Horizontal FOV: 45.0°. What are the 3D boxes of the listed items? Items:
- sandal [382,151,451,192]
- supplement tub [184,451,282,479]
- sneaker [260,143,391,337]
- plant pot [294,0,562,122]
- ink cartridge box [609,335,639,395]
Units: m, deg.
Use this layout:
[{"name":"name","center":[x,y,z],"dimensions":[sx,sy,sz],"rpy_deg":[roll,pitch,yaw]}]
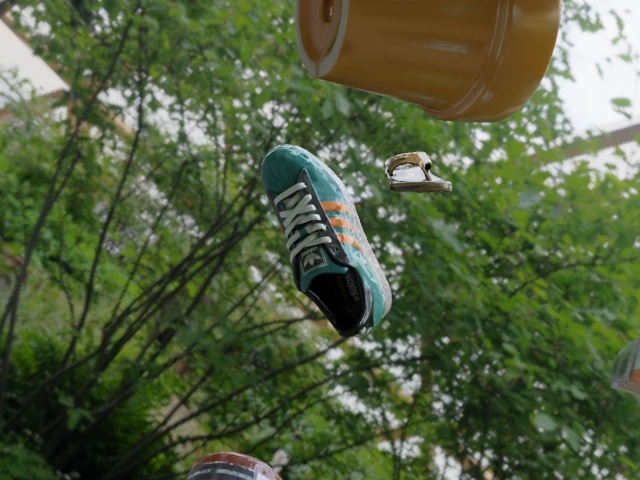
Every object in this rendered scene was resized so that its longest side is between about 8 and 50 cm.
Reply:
[{"name":"sandal","center":[0.120,-0.095,1.012],"dimensions":[0.180,0.072,0.049],"rpy_deg":[-111,-161,-71]},{"name":"supplement tub","center":[-0.098,0.295,0.687],"dimensions":[0.106,0.106,0.198],"rpy_deg":[49,31,-21]},{"name":"sneaker","center":[0.000,0.000,1.103],"dimensions":[0.302,0.108,0.121],"rpy_deg":[59,23,-2]},{"name":"plant pot","center":[0.084,-0.213,0.719],"dimensions":[0.205,0.187,0.205],"rpy_deg":[177,-90,-68]},{"name":"ink cartridge box","center":[0.335,0.130,0.627],"dimensions":[0.179,0.045,0.145],"rpy_deg":[20,-6,19]}]
